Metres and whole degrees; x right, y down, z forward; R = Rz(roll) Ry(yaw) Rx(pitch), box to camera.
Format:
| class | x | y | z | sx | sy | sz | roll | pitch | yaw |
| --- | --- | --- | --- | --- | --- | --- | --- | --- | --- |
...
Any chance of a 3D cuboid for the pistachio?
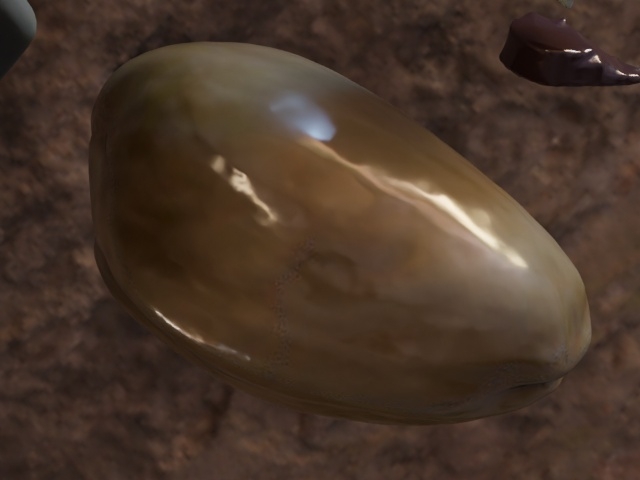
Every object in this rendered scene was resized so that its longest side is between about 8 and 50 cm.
| class | x | y | z | sx | sy | sz | roll | pitch | yaw |
| --- | --- | --- | --- | --- | --- | --- | --- | --- | --- |
| pistachio | 0.000 | 0.000 | 0.465 | 0.126 | 0.185 | 0.108 | -44 | -19 | -44 |

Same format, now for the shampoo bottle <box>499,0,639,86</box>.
| class | x | y | z | sx | sy | sz | roll | pitch | yaw |
| --- | --- | --- | --- | --- | --- | --- | --- | --- | --- |
| shampoo bottle | 0.098 | -0.159 | 0.431 | 0.067 | 0.068 | 0.236 | -64 | -13 | -58 |

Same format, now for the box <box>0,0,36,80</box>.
| class | x | y | z | sx | sy | sz | roll | pitch | yaw |
| --- | --- | --- | --- | --- | --- | --- | --- | --- | --- |
| box | -0.165 | -0.073 | 0.381 | 0.124 | 0.172 | 0.093 | -50 | -20 | -4 |
